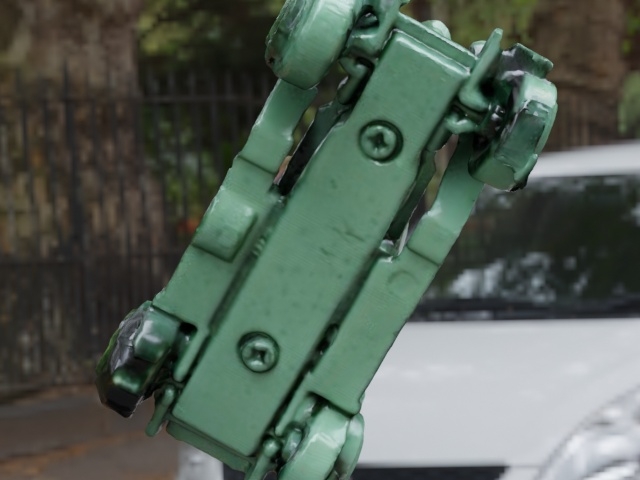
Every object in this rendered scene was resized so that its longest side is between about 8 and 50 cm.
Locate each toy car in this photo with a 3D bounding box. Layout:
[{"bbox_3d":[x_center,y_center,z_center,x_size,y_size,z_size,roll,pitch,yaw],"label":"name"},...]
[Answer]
[{"bbox_3d":[0.000,0.000,0.431,0.073,0.143,0.054,28,23,-1],"label":"toy car"}]
